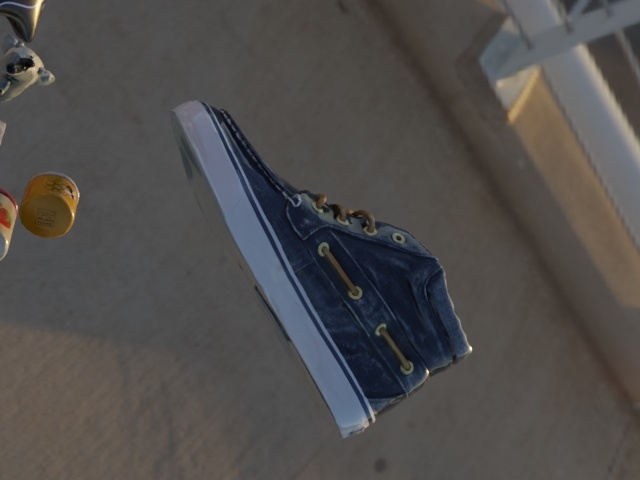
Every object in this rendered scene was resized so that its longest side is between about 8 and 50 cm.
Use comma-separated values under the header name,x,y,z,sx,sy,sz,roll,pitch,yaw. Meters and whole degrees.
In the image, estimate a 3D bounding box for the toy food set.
name,x,y,z,sx,sy,sz,roll,pitch,yaw
toy food set,-0.293,-0.071,0.870,0.232,0.111,0.104,25,28,-20

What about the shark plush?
name,x,y,z,sx,sy,sz,roll,pitch,yaw
shark plush,-0.337,-0.179,1.314,0.067,0.161,0.073,-46,115,-7

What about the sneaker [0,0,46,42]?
name,x,y,z,sx,sy,sz,roll,pitch,yaw
sneaker,-0.302,-0.184,0.809,0.232,0.081,0.090,-1,106,-23

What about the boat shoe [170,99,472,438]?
name,x,y,z,sx,sy,sz,roll,pitch,yaw
boat shoe,0.000,0.000,0.584,0.083,0.065,0.183,-30,96,-12
